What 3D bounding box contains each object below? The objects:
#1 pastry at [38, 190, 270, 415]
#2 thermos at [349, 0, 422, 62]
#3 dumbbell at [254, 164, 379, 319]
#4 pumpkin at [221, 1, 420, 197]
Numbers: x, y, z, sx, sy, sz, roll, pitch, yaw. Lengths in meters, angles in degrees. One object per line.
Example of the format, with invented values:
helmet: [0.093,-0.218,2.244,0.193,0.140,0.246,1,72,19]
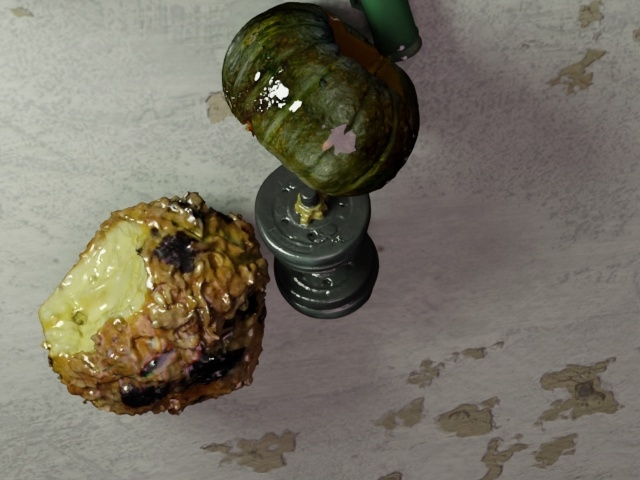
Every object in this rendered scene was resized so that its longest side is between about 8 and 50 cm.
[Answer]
pastry: [-0.247,0.124,2.166,0.337,0.292,0.405,25,116,-40]
thermos: [0.093,-0.363,1.966,0.073,0.083,0.187,-36,135,-15]
dumbbell: [0.000,0.000,2.129,0.185,0.185,0.388,-15,158,-1]
pumpkin: [0.006,-0.206,1.914,0.320,0.320,0.192,26,120,-33]
